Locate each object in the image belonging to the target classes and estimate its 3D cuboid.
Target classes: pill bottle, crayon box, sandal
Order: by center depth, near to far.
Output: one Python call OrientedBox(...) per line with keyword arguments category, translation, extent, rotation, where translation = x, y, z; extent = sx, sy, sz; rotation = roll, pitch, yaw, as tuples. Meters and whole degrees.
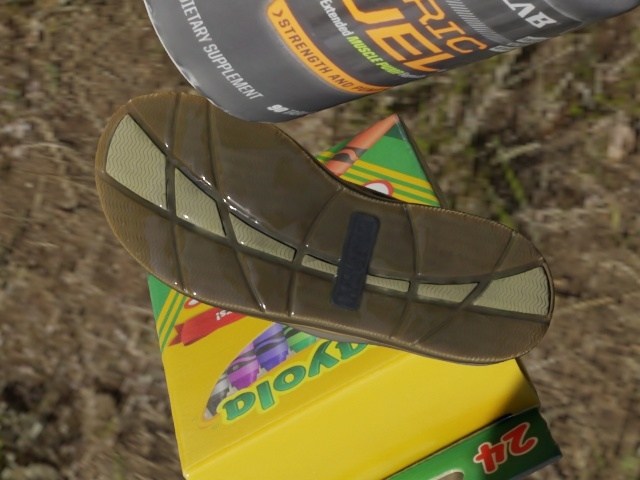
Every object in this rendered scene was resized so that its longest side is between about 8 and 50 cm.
OrientedBox(category="pill bottle", translation=(0.053, -0.137, 0.747), extent=(0.130, 0.245, 0.130), rotation=(21, 62, -46))
OrientedBox(category="sandal", translation=(0.000, 0.000, 0.862), extent=(0.219, 0.060, 0.090), rotation=(16, 83, -2))
OrientedBox(category="crayon box", translation=(0.008, 0.061, 1.147), extent=(0.202, 0.318, 0.081), rotation=(-28, 121, 4))
